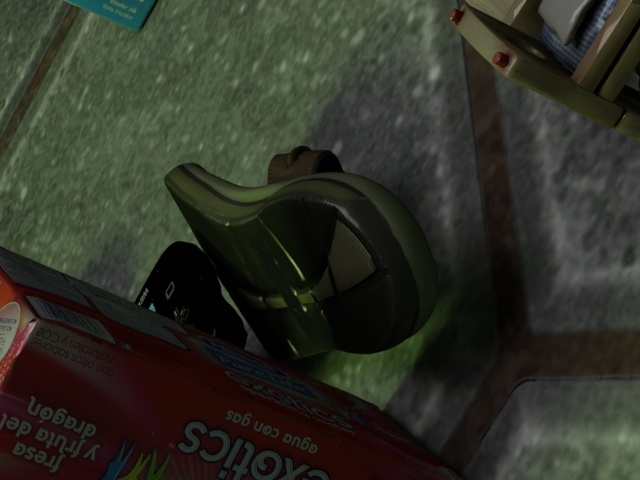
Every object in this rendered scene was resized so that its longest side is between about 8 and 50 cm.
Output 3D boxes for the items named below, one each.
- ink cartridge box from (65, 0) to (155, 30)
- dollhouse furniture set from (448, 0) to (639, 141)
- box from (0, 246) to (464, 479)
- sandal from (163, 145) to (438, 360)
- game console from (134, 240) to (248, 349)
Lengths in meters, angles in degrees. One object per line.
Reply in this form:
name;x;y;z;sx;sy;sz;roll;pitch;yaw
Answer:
ink cartridge box;-0.129;-0.294;1.522;0.231;0.078;0.134;-57;31;18
dollhouse furniture set;0.128;-0.142;0.927;0.129;0.129;0.184;-59;30;15
box;-0.070;0.111;0.954;0.123;0.257;0.128;-62;29;5
sandal;0.001;0.001;1.090;0.086;0.120;0.303;-34;16;-19
game console;-0.147;0.147;1.197;0.361;0.044;0.213;-58;44;29
